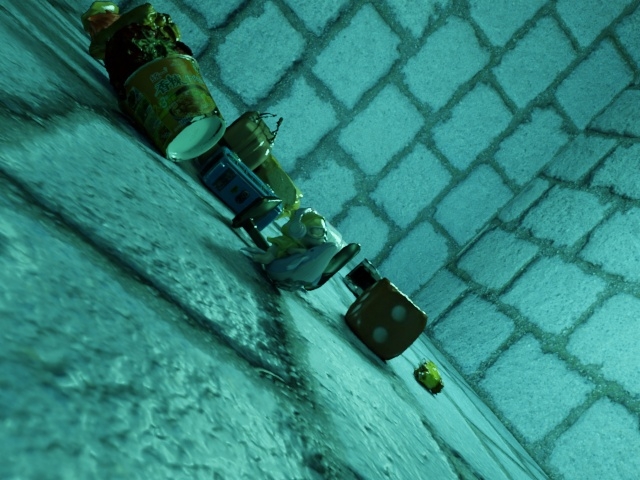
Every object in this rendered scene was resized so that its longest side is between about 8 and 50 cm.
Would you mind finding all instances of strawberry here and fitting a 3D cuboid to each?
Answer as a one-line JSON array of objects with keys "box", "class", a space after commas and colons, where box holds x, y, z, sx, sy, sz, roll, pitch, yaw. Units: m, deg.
[{"box": [-0.511, -0.487, 1.507, 0.274, 0.220, 0.274, 18, 60, -35], "class": "strawberry"}]

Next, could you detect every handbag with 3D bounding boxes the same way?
[{"box": [-0.238, -0.313, 1.607, 0.149, 0.283, 0.302, 53, 12, -17], "class": "handbag"}]

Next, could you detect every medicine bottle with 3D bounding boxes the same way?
[{"box": [0.000, 0.000, 1.979, 0.254, 0.152, 0.152, 44, 4, -17], "class": "medicine bottle"}]

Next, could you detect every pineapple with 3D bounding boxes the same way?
[{"box": [0.348, 0.445, 1.627, 0.116, 0.069, 0.137, 52, 15, 18], "class": "pineapple"}]

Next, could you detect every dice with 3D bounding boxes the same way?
[{"box": [0.189, 0.220, 1.437, 0.175, 0.179, 0.174, 47, 4, -2], "class": "dice"}]

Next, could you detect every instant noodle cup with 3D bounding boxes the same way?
[{"box": [-0.360, -0.321, 1.274, 0.182, 0.230, 0.230, 55, 5, 8], "class": "instant noodle cup"}]

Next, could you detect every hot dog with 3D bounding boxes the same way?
[{"box": [-0.600, -0.652, 1.624, 0.349, 0.117, 0.158, -9, -28, 35], "class": "hot dog"}]

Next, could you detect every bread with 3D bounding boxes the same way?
[{"box": [-0.167, -0.156, 1.663, 0.211, 0.183, 0.224, 45, 7, -13], "class": "bread"}]

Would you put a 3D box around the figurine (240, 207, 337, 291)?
[{"box": [-0.061, 0.020, 1.083, 0.209, 0.183, 0.128, -1, -20, 24], "class": "figurine"}]

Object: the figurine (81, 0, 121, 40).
[{"box": [-0.845, -0.836, 2.032, 0.257, 0.181, 0.208, 48, -35, 25], "class": "figurine"}]

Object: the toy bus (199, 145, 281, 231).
[{"box": [-0.227, -0.146, 1.445, 0.246, 0.113, 0.134, 45, 10, -23], "class": "toy bus"}]

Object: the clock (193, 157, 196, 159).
[{"box": [-0.441, -0.323, 1.595, 0.147, 0.045, 0.108, 47, 4, 42], "class": "clock"}]

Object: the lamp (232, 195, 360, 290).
[{"box": [-0.054, -0.006, 1.235, 0.283, 0.203, 0.124, 48, 23, -5], "class": "lamp"}]

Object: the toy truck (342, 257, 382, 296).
[{"box": [0.224, 0.208, 2.154, 0.175, 0.146, 0.367, 47, 2, -28], "class": "toy truck"}]
